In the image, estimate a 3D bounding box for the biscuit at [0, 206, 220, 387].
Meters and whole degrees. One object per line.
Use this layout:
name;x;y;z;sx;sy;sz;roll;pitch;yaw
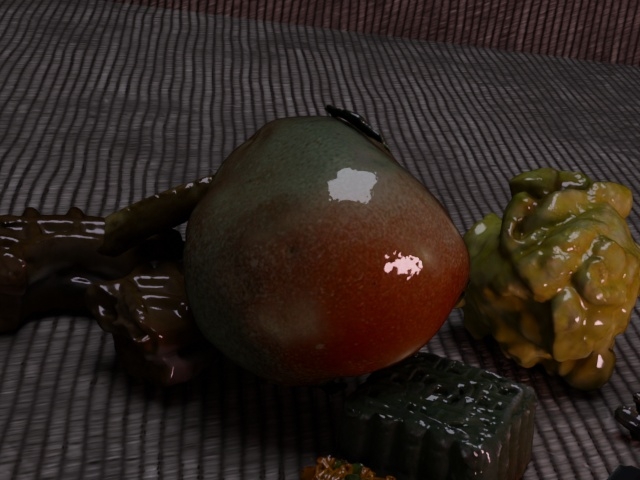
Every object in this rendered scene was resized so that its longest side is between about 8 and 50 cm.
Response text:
biscuit;-0.267;0.053;1.580;0.366;0.115;0.268;18;23;20

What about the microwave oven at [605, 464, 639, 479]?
microwave oven;0.320;0.321;1.035;0.295;0.181;0.237;19;25;26

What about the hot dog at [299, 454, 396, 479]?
hot dog;0.068;0.253;1.280;0.188;0.055;0.072;13;20;13

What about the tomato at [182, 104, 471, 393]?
tomato;0.000;0.000;1.421;0.304;0.239;0.303;-16;35;12

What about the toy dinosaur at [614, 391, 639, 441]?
toy dinosaur;0.412;0.246;1.480;0.187;0.087;0.179;5;53;36

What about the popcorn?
popcorn;0.293;0.044;1.650;0.235;0.241;0.250;-1;26;-29

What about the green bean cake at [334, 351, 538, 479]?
green bean cake;0.124;0.193;1.399;0.181;0.094;0.173;17;24;22

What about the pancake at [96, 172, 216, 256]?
pancake;-0.108;-0.054;1.608;0.377;0.054;0.197;-20;-1;-30
